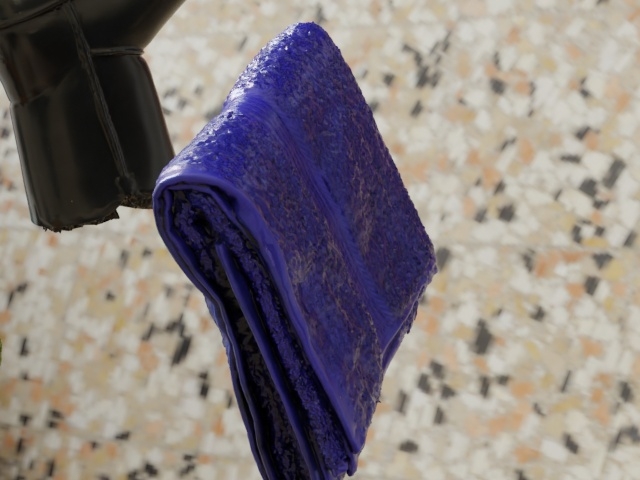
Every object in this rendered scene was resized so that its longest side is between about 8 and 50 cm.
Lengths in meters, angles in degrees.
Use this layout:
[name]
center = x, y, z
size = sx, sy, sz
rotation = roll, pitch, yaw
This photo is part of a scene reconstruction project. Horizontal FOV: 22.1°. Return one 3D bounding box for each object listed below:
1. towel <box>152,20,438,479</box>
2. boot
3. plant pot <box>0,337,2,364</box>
[towel]
center = 0.000, 0.000, 1.050
size = 0.076, 0.308, 0.228
rotation = -14, 111, 18
[boot]
center = -0.148, -0.138, 1.299
size = 0.094, 0.246, 0.207
rotation = 21, 134, 51
[plant pot]
center = -0.307, 0.092, 1.344
size = 0.079, 0.083, 0.083
rotation = 3, 77, 11
